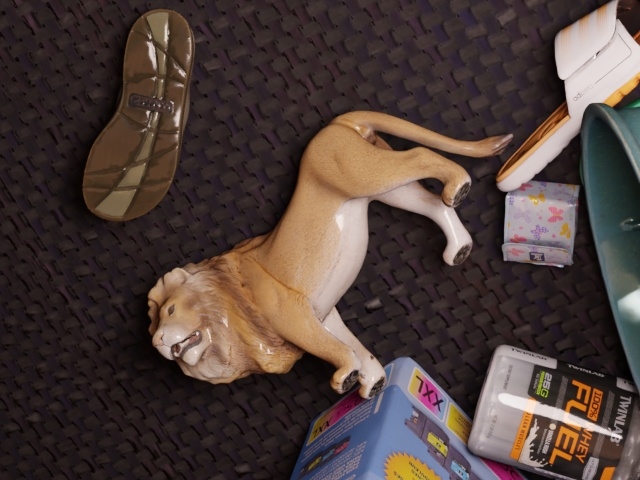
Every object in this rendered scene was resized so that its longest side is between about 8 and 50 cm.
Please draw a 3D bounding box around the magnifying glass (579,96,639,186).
[{"bbox_3d":[0.324,-0.125,1.515,0.092,0.026,0.231,31,115,-1],"label":"magnifying glass"}]

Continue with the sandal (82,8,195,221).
[{"bbox_3d":[-0.176,-0.124,1.616,0.090,0.060,0.219,13,100,1],"label":"sandal"}]

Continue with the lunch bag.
[{"bbox_3d":[0.214,-0.012,1.573,0.071,0.053,0.083,8,123,11],"label":"lunch bag"}]

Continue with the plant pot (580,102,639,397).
[{"bbox_3d":[0.430,0.006,1.379,0.334,0.341,0.341,-15,109,-1],"label":"plant pot"}]

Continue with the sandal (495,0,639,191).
[{"bbox_3d":[0.233,-0.150,1.484,0.076,0.102,0.265,41,117,-7],"label":"sandal"}]

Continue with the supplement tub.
[{"bbox_3d":[0.250,0.182,1.611,0.190,0.117,0.117,15,115,6],"label":"supplement tub"}]

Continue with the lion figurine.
[{"bbox_3d":[0.000,0.000,1.591,0.240,0.142,0.392,40,103,25],"label":"lion figurine"}]

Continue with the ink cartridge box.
[{"bbox_3d":[0.093,0.321,1.550,0.151,0.395,0.270,-41,99,24],"label":"ink cartridge box"}]
